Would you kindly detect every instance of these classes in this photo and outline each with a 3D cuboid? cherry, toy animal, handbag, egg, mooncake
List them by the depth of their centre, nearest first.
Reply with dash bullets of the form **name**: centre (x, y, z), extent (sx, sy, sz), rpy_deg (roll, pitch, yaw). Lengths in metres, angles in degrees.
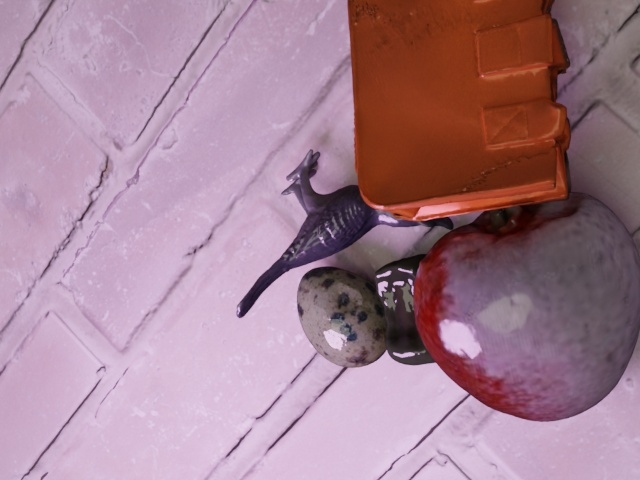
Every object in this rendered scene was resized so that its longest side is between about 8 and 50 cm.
- **handbag**: centre (0.192, -0.241, 1.491), extent (0.303, 0.116, 0.410), rpy_deg (-8, 77, 25)
- **cherry**: centre (0.310, 0.089, 1.521), extent (0.335, 0.291, 0.326), rpy_deg (40, 103, -15)
- **mooncake**: centre (0.147, 0.108, 1.657), extent (0.104, 0.175, 0.168), rpy_deg (-10, 142, 24)
- **toy animal**: centre (0.003, -0.037, 1.700), extent (0.367, 0.081, 0.206), rpy_deg (-23, 68, 2)
- **egg**: centre (0.037, 0.119, 1.727), extent (0.182, 0.141, 0.141), rpy_deg (50, 119, 11)
